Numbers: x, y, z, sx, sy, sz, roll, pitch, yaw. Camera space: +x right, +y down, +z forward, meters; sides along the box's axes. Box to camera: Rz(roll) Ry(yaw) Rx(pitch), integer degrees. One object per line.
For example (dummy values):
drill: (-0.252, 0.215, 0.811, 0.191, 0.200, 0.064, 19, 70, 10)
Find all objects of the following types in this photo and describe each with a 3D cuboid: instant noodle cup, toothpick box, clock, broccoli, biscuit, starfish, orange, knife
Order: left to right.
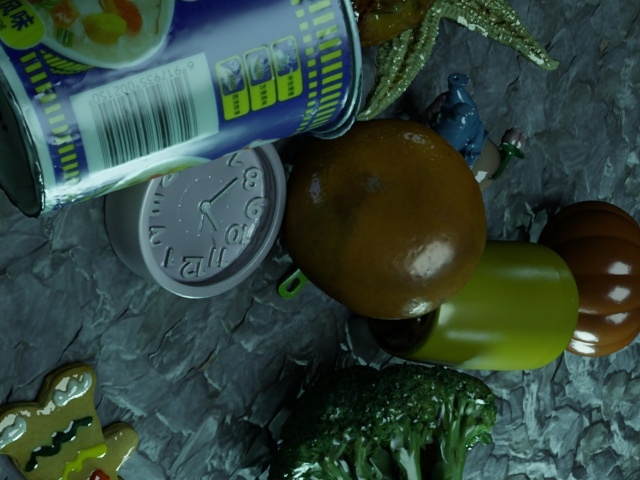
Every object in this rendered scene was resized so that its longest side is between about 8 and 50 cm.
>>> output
biscuit: (-0.267, 0.247, 1.425, 0.158, 0.035, 0.240, -39, 130, -22)
instant noodle cup: (-0.164, -0.166, 1.203, 0.312, 0.284, 0.284, -26, 124, -24)
clock: (-0.132, -0.040, 1.405, 0.197, 0.068, 0.196, -19, 120, -37)
knife: (0.002, 0.001, 1.582, 0.078, 0.023, 0.166, 44, 75, -39)
orange: (0.071, -0.022, 1.486, 0.240, 0.240, 0.171, -44, 165, -21)
broccoli: (0.088, 0.275, 1.603, 0.308, 0.275, 0.307, -29, 144, -23)
starfish: (0.113, -0.315, 1.506, 0.358, 0.078, 0.347, -5, 97, -23)
toothpick box: (0.189, 0.082, 1.687, 0.271, 0.175, 0.175, 4, 105, -41)

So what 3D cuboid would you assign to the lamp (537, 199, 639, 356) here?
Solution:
lamp: (0.378, 0.054, 1.831, 0.197, 0.223, 0.223, -1, 115, 4)

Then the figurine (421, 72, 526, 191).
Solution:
figurine: (0.178, -0.115, 1.593, 0.178, 0.145, 0.114, 93, 12, -55)

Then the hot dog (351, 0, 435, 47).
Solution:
hot dog: (0.081, -0.382, 1.315, 0.267, 0.174, 0.387, 110, -7, -75)
